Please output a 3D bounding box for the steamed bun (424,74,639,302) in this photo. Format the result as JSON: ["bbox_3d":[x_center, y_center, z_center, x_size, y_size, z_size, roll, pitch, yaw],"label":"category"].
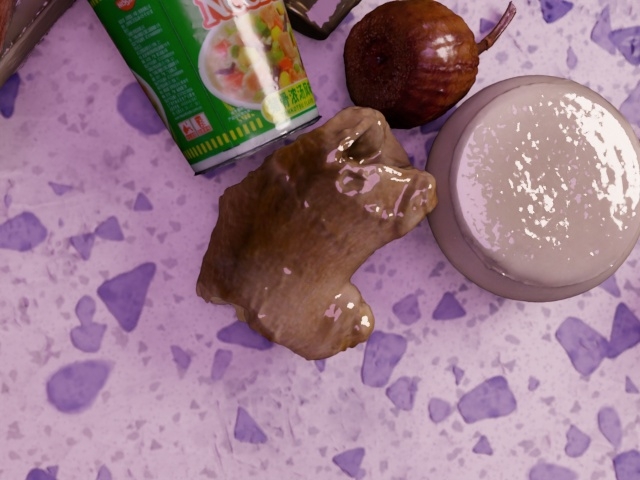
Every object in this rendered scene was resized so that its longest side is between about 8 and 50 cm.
[{"bbox_3d":[0.213,-0.051,1.342,0.232,0.145,0.231,0,88,-12],"label":"steamed bun"}]

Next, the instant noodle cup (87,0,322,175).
[{"bbox_3d":[-0.111,-0.198,1.313,0.207,0.207,0.232,-26,98,-6],"label":"instant noodle cup"}]

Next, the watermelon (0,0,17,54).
[{"bbox_3d":[-0.368,-0.225,1.223,0.176,0.260,0.256,-33,77,-12],"label":"watermelon"}]

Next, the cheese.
[{"bbox_3d":[-0.294,-0.230,1.340,0.034,0.085,0.400,37,85,1],"label":"cheese"}]

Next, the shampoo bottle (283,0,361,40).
[{"bbox_3d":[0.065,-0.373,1.380,0.126,0.084,0.350,30,85,-1],"label":"shampoo bottle"}]

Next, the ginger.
[{"bbox_3d":[0.000,0.000,1.310,0.276,0.130,0.221,-27,81,22],"label":"ginger"}]

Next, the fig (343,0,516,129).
[{"bbox_3d":[0.124,-0.194,1.374,0.201,0.146,0.133,-20,116,-44],"label":"fig"}]
